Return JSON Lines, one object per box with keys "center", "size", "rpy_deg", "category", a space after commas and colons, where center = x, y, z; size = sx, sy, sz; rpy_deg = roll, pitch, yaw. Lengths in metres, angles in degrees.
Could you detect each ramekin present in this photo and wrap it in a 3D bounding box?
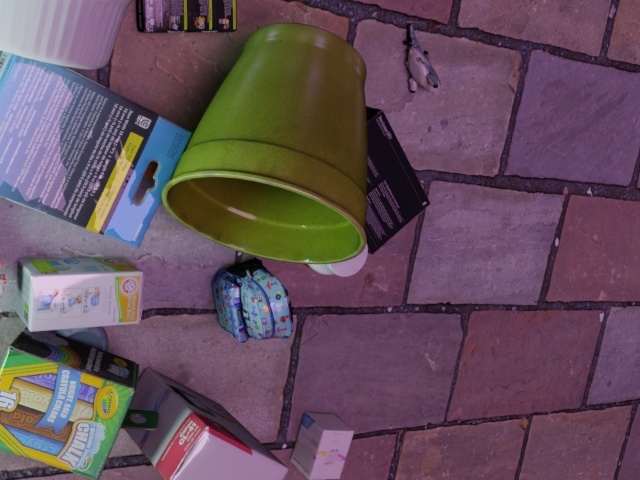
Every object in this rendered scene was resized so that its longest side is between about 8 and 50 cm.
{"center": [-0.438, -0.363, 1.269], "size": [0.277, 0.277, 0.135], "rpy_deg": [7, 109, -33], "category": "ramekin"}

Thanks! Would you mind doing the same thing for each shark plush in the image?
{"center": [0.217, -0.395, 1.813], "size": [0.067, 0.073, 0.161], "rpy_deg": [-39, 102, -38], "category": "shark plush"}

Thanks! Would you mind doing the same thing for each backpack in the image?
{"center": [-0.131, 0.134, 1.673], "size": [0.117, 0.173, 0.158], "rpy_deg": [-18, 115, -27], "category": "backpack"}

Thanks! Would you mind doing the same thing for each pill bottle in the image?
{"center": [0.000, 0.000, 1.685], "size": [0.121, 0.216, 0.121], "rpy_deg": [-10, 110, -29], "category": "pill bottle"}

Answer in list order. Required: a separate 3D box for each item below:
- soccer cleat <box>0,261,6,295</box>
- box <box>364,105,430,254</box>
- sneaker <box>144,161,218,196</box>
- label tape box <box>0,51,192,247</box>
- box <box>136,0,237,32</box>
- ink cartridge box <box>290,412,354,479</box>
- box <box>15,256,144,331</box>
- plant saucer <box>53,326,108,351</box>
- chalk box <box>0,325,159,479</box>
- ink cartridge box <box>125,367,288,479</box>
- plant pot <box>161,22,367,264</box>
{"center": [-0.603, 0.012, 1.410], "size": [0.076, 0.068, 0.196], "rpy_deg": [-24, 110, -18], "category": "soccer cleat"}
{"center": [0.098, -0.132, 1.774], "size": [0.184, 0.103, 0.261], "rpy_deg": [-39, 121, -12], "category": "box"}
{"center": [-0.264, -0.113, 1.591], "size": [0.175, 0.064, 0.067], "rpy_deg": [30, 110, -31], "category": "sneaker"}
{"center": [-0.429, -0.160, 1.433], "size": [0.334, 0.106, 0.240], "rpy_deg": [25, 91, -35], "category": "label tape box"}
{"center": [-0.242, -0.473, 1.489], "size": [0.184, 0.045, 0.190], "rpy_deg": [-11, 110, -31], "category": "box"}
{"center": [0.001, 0.487, 1.918], "size": [0.090, 0.092, 0.143], "rpy_deg": [10, 101, -34], "category": "ink cartridge box"}
{"center": [-0.439, 0.094, 1.503], "size": [0.203, 0.114, 0.103], "rpy_deg": [-1, 104, -32], "category": "box"}
{"center": [-0.464, 0.209, 1.582], "size": [0.119, 0.021, 0.119], "rpy_deg": [-11, 111, -29], "category": "plant saucer"}
{"center": [-0.436, 0.296, 1.477], "size": [0.289, 0.180, 0.179], "rpy_deg": [23, 93, -12], "category": "chalk box"}
{"center": [-0.238, 0.394, 1.608], "size": [0.226, 0.306, 0.131], "rpy_deg": [37, 84, -35], "category": "ink cartridge box"}
{"center": [-0.061, -0.188, 1.501], "size": [0.366, 0.366, 0.353], "rpy_deg": [28, 65, -35], "category": "plant pot"}
